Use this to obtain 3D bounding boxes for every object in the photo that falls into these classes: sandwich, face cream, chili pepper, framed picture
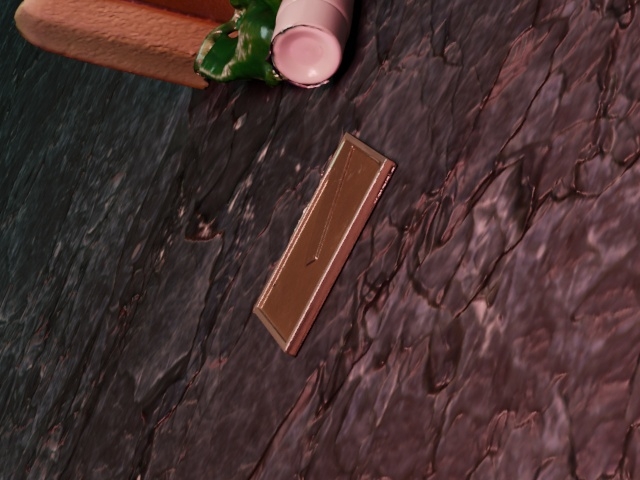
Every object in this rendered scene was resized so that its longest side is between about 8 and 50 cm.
[{"bbox_3d":[-0.163,-0.221,1.693,0.108,0.186,0.220,-47,8,41],"label":"sandwich"},{"bbox_3d":[0.005,-0.212,1.452,0.092,0.058,0.243,-56,14,36],"label":"face cream"},{"bbox_3d":[-0.054,-0.168,1.535,0.108,0.062,0.216,-67,18,12],"label":"chili pepper"},{"bbox_3d":[0.000,0.000,1.250,0.149,0.011,0.109,-62,19,6],"label":"framed picture"}]
